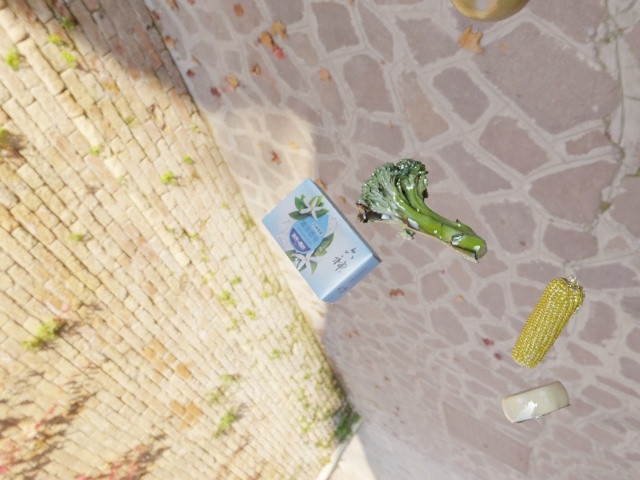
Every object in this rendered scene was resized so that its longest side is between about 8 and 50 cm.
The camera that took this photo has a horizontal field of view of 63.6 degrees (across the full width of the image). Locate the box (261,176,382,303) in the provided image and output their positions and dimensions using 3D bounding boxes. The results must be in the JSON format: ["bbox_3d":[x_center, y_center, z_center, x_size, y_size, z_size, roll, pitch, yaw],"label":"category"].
[{"bbox_3d":[0.000,0.000,1.086,0.232,0.142,0.083,52,-171,24],"label":"box"}]

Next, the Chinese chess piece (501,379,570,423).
[{"bbox_3d":[0.407,0.306,0.980,0.122,0.121,0.051,111,142,-65],"label":"Chinese chess piece"}]

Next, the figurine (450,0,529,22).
[{"bbox_3d":[0.225,-0.410,0.642,0.342,0.167,0.285,46,162,33],"label":"figurine"}]

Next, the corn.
[{"bbox_3d":[0.176,0.062,0.397,0.028,0.027,0.083,24,109,5],"label":"corn"}]

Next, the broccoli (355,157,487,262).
[{"bbox_3d":[0.143,-0.033,0.710,0.204,0.118,0.123,39,119,36],"label":"broccoli"}]
